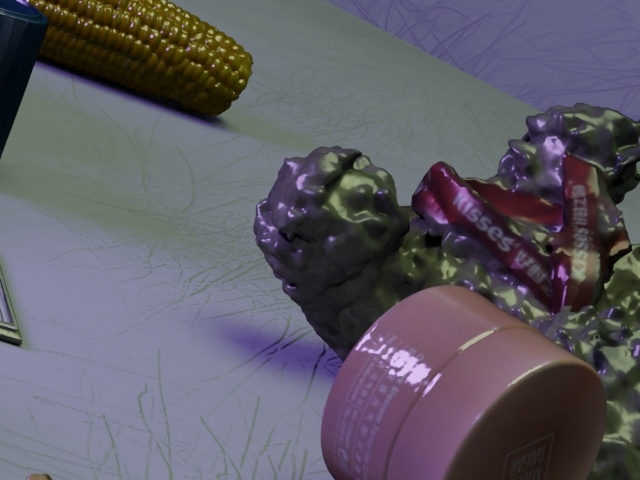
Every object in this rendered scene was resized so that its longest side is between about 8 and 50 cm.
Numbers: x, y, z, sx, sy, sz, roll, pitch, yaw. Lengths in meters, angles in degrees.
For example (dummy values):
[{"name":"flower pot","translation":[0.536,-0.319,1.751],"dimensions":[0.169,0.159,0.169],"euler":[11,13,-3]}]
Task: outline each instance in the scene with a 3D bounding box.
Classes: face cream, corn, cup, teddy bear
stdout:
[{"name":"face cream","translation":[0.088,0.114,1.114],"dimensions":[0.149,0.149,0.104],"euler":[9,19,-48]},{"name":"corn","translation":[-0.243,-0.236,2.012],"dimensions":[0.363,0.120,0.120],"euler":[21,13,-21]},{"name":"cup","translation":[-0.284,-0.128,1.452],"dimensions":[0.113,0.138,0.150],"euler":[17,15,-27]},{"name":"teddy bear","translation":[0.173,0.069,1.335],"dimensions":[0.357,0.224,0.367],"euler":[-10,33,-34]}]

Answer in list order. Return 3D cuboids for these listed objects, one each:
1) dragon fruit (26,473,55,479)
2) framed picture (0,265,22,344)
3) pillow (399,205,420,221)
[{"name":"dragon fruit","translation":[-0.099,0.147,0.661],"dimensions":[0.205,0.152,0.317],"euler":[32,15,37]},{"name":"framed picture","translation":[-0.272,0.010,1.208],"dimensions":[0.142,0.011,0.183],"euler":[19,14,-21]},{"name":"pillow","translation":[0.161,0.016,1.892],"dimensions":[0.211,0.034,0.135],"euler":[31,13,21]}]
